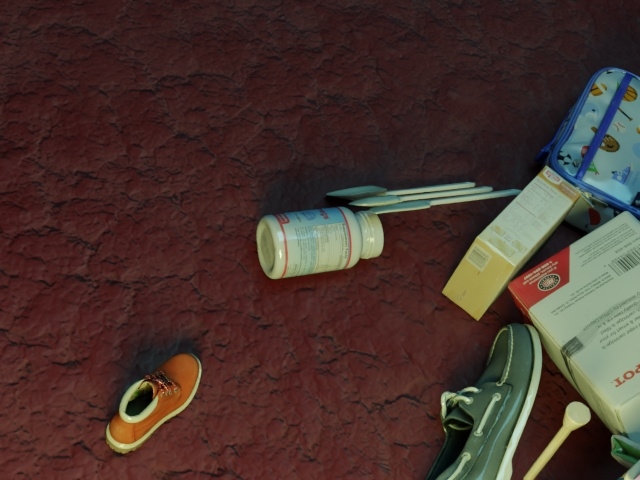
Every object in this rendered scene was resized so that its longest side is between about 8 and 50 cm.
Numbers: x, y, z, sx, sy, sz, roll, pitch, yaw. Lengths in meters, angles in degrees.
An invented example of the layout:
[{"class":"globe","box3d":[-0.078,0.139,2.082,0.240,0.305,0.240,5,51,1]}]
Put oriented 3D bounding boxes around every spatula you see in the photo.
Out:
[{"class":"spatula","box3d":[0.147,-0.067,1.757,0.242,0.168,0.019,-8,100,-24]}]

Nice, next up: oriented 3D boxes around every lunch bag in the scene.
[{"class":"lunch bag","box3d":[0.466,-0.124,1.897,0.243,0.115,0.303,29,51,7]}]

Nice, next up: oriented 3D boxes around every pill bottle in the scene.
[{"class":"pill bottle","box3d":[0.000,0.000,1.680,0.160,0.087,0.087,-8,58,-22]}]

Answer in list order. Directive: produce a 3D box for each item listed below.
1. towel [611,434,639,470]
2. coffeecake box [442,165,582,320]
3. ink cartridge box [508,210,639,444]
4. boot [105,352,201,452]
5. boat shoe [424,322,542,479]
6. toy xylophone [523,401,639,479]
[{"class":"towel","box3d":[0.513,0.335,1.451,0.325,0.248,0.038,31,86,-23]},{"class":"coffeecake box","box3d":[0.267,0.003,1.724,0.068,0.142,0.185,39,54,12]},{"class":"ink cartridge box","box3d":[0.401,0.115,1.598,0.197,0.114,0.273,-32,39,-1]},{"class":"boot","box3d":[-0.194,0.182,1.495,0.059,0.084,0.158,34,51,10]},{"class":"boat shoe","box3d":[0.199,0.225,1.563,0.099,0.116,0.319,24,57,-4]},{"class":"toy xylophone","box3d":[0.319,0.329,1.403,0.081,0.322,0.236,-31,61,-33]}]
